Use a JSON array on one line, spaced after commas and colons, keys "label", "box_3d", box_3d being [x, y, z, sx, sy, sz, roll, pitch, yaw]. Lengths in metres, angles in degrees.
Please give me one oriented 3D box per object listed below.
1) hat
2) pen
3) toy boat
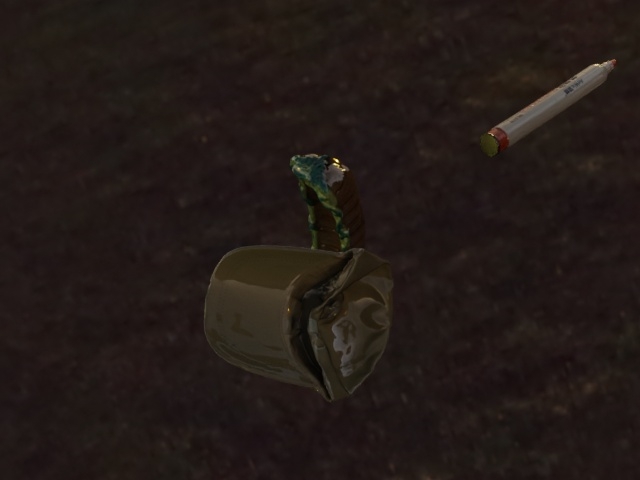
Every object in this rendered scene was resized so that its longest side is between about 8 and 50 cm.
[{"label": "hat", "box_3d": [-0.023, 0.076, 1.521, 0.173, 0.166, 0.144, 14, 1, 28]}, {"label": "pen", "box_3d": [0.236, -0.139, 1.394, 0.026, 0.026, 0.218, 14, 37, 44]}, {"label": "toy boat", "box_3d": [0.009, -0.003, 1.852, 0.099, 0.293, 0.108, -26, 49, -22]}]
